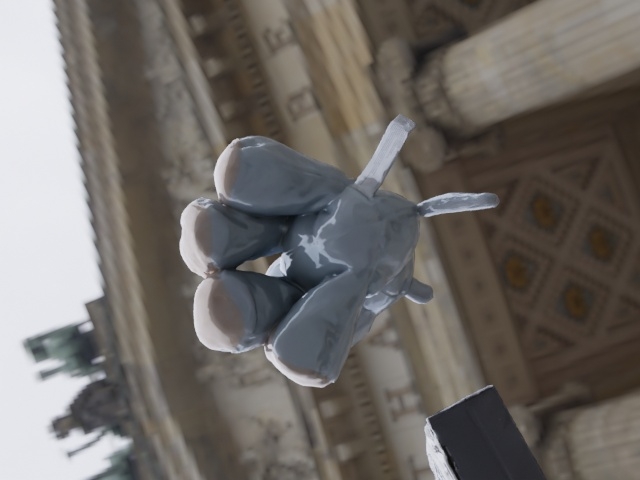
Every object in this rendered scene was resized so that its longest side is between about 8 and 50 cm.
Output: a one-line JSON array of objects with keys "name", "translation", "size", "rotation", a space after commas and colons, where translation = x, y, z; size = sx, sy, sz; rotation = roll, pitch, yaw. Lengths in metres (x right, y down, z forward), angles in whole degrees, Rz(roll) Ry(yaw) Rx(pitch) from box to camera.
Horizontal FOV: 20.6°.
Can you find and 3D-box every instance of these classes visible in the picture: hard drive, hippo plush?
[{"name": "hard drive", "translation": [0.161, 0.256, 1.334], "size": [0.064, 0.339, 0.237], "rotation": [-28, -107, -4]}, {"name": "hippo plush", "translation": [0.000, 0.000, 1.778], "size": [0.234, 0.294, 0.236], "rotation": [43, -178, 8]}]
